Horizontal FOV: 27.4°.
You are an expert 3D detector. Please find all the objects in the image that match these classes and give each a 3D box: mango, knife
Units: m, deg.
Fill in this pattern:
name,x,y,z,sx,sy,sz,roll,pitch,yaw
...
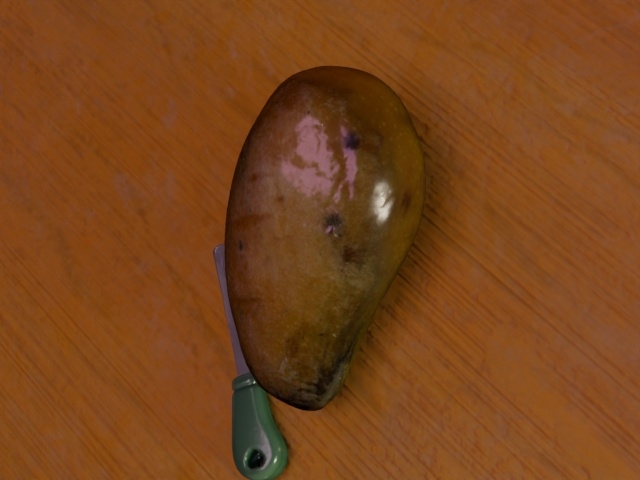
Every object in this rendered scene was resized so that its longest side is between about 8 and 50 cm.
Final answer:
name,x,y,z,sx,sy,sz,roll,pitch,yaw
mango,-0.002,-0.005,1.275,0.176,0.176,0.329,-126,45,-58
knife,-0.072,0.120,1.365,0.063,0.035,0.260,-17,70,23
